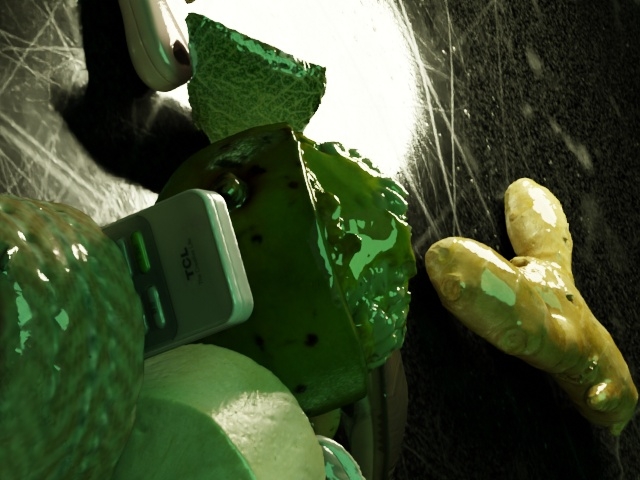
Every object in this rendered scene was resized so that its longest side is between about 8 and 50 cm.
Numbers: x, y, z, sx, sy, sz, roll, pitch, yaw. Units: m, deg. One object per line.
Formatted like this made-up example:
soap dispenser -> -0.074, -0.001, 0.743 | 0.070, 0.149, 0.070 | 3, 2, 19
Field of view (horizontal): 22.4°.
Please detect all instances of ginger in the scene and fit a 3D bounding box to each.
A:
ginger -> 0.286, 0.109, 2.006 | 0.348, 0.122, 0.363 | 58, 20, 0

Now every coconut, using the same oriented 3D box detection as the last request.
coconut -> -0.110, 0.192, 1.235 | 0.202, 0.202, 0.222 | 64, 26, -7

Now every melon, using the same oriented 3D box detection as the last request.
melon -> -0.061, -0.151, 1.581 | 0.093, 0.140, 0.202 | -103, 177, -50

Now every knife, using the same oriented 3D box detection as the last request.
knife -> -0.190, -0.302, 1.582 | 0.081, 0.043, 0.335 | 5, 64, -63

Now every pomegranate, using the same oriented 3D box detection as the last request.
pomegranate -> -0.034, 0.052, 1.431 | 0.260, 0.261, 0.340 | -77, 164, -45

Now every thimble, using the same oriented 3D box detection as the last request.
thimble -> -0.235, 0.081, 1.116 | 0.148, 0.196, 0.229 | 7, 95, -53

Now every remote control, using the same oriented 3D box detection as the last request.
remote control -> -0.165, 0.047, 1.184 | 0.034, 0.250, 0.103 | 0, 72, -60

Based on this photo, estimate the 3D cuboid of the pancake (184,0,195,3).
pancake -> -0.176, -0.328, 1.598 | 0.190, 0.020, 0.184 | 33, 34, -61

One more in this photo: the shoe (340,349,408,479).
shoe -> 0.031, 0.122, 1.602 | 0.103, 0.098, 0.274 | -37, 123, -67

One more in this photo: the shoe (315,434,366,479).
shoe -> -0.013, 0.288, 1.422 | 0.125, 0.099, 0.227 | -5, 80, -61
